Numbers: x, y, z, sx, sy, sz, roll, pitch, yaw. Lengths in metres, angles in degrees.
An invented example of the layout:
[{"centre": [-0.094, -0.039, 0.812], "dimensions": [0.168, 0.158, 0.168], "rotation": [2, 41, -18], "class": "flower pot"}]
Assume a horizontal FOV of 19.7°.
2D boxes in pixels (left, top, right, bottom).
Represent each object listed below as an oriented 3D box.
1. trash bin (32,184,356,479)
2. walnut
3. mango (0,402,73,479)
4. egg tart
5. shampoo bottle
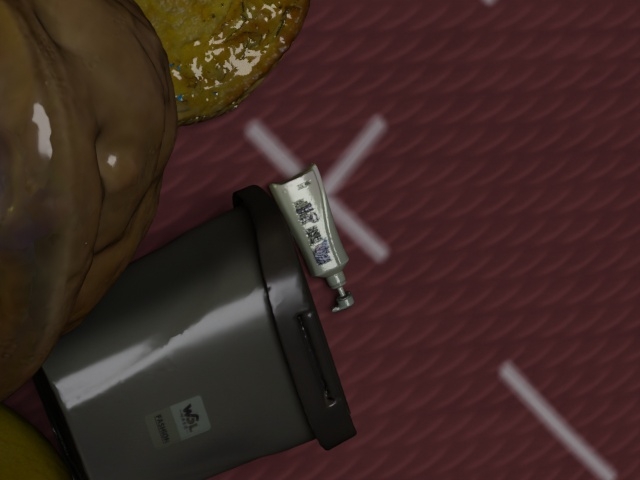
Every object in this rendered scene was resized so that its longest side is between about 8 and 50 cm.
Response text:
[{"centre": [-0.119, 0.105, 1.613], "dimensions": [0.250, 0.219, 0.220], "rotation": [-23, 110, -13], "class": "trash bin"}, {"centre": [-0.283, -0.065, 1.438], "dimensions": [0.384, 0.383, 0.383], "rotation": [1, 87, -21], "class": "walnut"}, {"centre": [-0.306, 0.195, 1.575], "dimensions": [0.237, 0.091, 0.137], "rotation": [48, 59, -24], "class": "mango"}, {"centre": [-0.125, -0.235, 1.658], "dimensions": [0.291, 0.107, 0.291], "rotation": [-26, 137, -27], "class": "egg tart"}, {"centre": [0.000, 0.000, 1.759], "dimensions": [0.049, 0.034, 0.141], "rotation": [-27, 99, -26], "class": "shampoo bottle"}]
